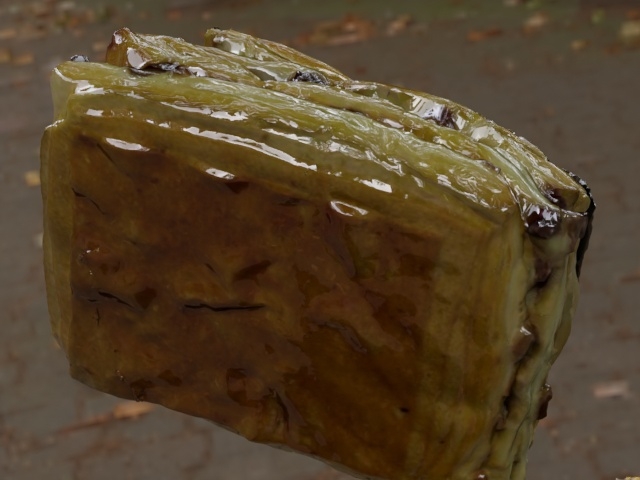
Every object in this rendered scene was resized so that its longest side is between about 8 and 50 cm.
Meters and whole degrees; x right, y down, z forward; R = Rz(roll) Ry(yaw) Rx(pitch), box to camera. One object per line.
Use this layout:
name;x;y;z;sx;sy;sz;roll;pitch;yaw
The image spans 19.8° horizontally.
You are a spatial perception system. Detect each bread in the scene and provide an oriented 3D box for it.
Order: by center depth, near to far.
bread;0.000;0.000;1.133;0.325;0.277;0.167;15;43;9

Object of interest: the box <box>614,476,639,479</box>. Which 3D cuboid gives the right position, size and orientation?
box;0.315;0.240;1.312;0.237;0.070;0.152;1;28;22
